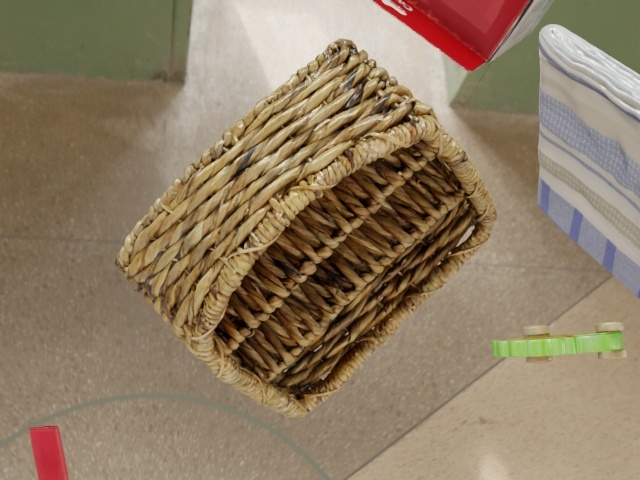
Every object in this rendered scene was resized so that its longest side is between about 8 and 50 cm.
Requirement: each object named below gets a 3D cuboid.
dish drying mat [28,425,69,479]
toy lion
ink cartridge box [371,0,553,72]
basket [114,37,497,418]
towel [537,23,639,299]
[{"bbox_3d":[-0.266,0.222,0.786,0.032,0.008,0.083,-4,102,11],"label":"dish drying mat"},{"bbox_3d":[0.197,0.086,0.659,0.100,0.096,0.034,-7,83,27],"label":"toy lion"},{"bbox_3d":[0.165,-0.395,1.093,0.309,0.130,0.272,39,39,8],"label":"ink cartridge box"},{"bbox_3d":[0.000,0.000,0.725,0.299,0.213,0.223,-43,82,1],"label":"basket"},{"bbox_3d":[0.292,-0.065,0.811,0.034,0.285,0.209,-32,54,-10],"label":"towel"}]
